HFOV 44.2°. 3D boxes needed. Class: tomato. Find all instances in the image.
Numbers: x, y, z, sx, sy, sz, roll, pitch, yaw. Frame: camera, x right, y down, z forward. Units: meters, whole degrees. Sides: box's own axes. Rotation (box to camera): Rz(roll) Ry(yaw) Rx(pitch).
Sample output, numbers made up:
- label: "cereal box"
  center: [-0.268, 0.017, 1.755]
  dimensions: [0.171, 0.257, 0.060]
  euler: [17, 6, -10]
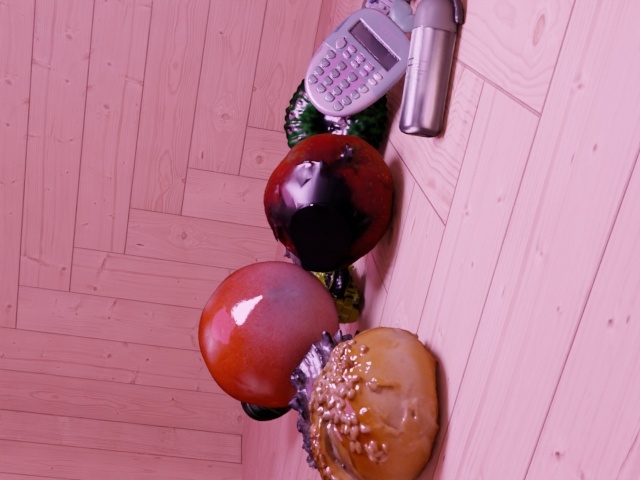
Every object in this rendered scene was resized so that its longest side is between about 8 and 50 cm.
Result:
- label: "tomato"
  center: [-0.105, 0.193, 1.690]
  dimensions: [0.321, 0.321, 0.321]
  euler: [-172, 90, -81]

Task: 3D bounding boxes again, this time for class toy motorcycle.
- label: "toy motorcycle"
  center: [0.168, -0.574, 1.834]
  dimensions: [0.254, 0.112, 0.112]
  euler: [-170, 89, -80]
- label: "toy motorcycle"
  center: [0.012, 0.125, 1.971]
  dimensions: [0.342, 0.142, 0.206]
  euler: [-114, 32, -77]

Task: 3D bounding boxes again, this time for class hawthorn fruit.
- label: "hawthorn fruit"
  center: [0.018, -0.077, 1.676]
  dimensions: [0.316, 0.316, 0.316]
  euler: [-172, 90, -81]

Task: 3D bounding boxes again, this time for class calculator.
- label: "calculator"
  center: [0.095, -0.399, 1.727]
  dimensions: [0.299, 0.185, 0.041]
  euler: [-44, -12, 8]

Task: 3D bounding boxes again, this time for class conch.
- label: "conch"
  center: [0.044, 0.320, 1.575]
  dimensions: [0.240, 0.186, 0.313]
  euler: [-59, -30, -70]

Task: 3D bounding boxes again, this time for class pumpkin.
- label: "pumpkin"
  center: [-0.136, 0.455, 2.434]
  dimensions: [0.250, 0.216, 0.250]
  euler: [-50, -3, -4]

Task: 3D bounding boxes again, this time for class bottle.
- label: "bottle"
  center: [0.200, -0.312, 1.403]
  dimensions: [0.096, 0.079, 0.254]
  euler: [10, 93, 43]

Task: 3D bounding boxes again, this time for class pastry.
- label: "pastry"
  center: [0.072, 0.281, 1.295]
  dimensions: [0.316, 0.184, 0.284]
  euler: [113, 164, -60]

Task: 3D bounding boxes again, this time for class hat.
- label: "hat"
  center: [0.067, -0.309, 1.932]
  dimensions: [0.274, 0.242, 0.332]
  euler: [-54, -5, 21]

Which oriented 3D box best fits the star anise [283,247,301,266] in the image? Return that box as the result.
- label: "star anise"
  center: [-0.027, -0.055, 2.512]
  dimensions: [0.359, 0.139, 0.316]
  euler: [159, 112, -62]

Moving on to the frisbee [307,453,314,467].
- label: "frisbee"
  center: [-0.020, 0.569, 2.170]
  dimensions: [0.110, 0.014, 0.110]
  euler: [-173, 90, -81]

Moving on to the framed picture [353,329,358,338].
- label: "framed picture"
  center: [0.065, 0.402, 1.790]
  dimensions: [0.324, 0.013, 0.244]
  euler: [-94, 15, -52]

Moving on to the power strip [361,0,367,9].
- label: "power strip"
  center: [0.120, -0.598, 2.259]
  dimensions: [0.286, 0.048, 0.080]
  euler: [110, 163, -52]
